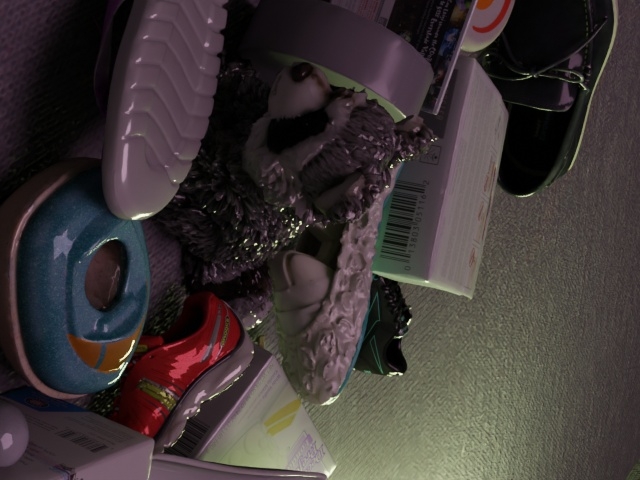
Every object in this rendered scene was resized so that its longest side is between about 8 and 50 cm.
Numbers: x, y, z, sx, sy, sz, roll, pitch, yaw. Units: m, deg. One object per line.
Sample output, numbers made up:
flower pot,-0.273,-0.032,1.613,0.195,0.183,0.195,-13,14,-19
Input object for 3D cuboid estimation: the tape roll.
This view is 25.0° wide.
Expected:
tape roll,0.016,-0.197,1.645,0.072,0.219,0.219,-67,153,-10

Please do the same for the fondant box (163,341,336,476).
fondant box,-0.117,0.291,1.832,0.238,0.096,0.330,-53,150,-19

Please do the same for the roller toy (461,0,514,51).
roller toy,0.154,-0.345,1.890,0.209,0.146,0.191,-42,131,-39

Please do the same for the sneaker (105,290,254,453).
sneaker,-0.201,0.163,1.635,0.279,0.107,0.118,-46,116,-29

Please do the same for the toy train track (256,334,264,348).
toy train track,-0.084,0.165,1.927,0.048,0.014,0.083,-19,118,-49

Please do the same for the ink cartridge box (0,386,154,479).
ink cartridge box,-0.307,0.265,1.394,0.232,0.171,0.168,-12,117,-59

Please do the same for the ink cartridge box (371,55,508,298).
ink cartridge box,0.183,-0.081,2.081,0.385,0.091,0.308,23,78,-75

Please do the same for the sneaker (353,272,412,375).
sneaker,0.087,0.078,2.090,0.101,0.106,0.267,-36,136,-47

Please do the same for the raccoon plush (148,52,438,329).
raccoon plush,-0.011,-0.035,1.611,0.216,0.299,0.446,-60,152,-21

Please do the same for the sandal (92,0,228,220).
sandal,-0.167,-0.217,1.425,0.169,0.102,0.416,41,56,-62

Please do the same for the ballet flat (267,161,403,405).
ballet flat,0.000,0.000,1.848,0.147,0.147,0.409,40,61,-62

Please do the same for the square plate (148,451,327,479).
square plate,-0.189,0.380,1.665,0.344,0.049,0.347,-54,146,11

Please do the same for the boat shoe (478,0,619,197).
boat shoe,0.351,-0.276,2.273,0.156,0.187,0.500,-52,154,-43

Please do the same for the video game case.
video game case,0.095,-0.272,1.788,0.022,0.173,0.190,-71,180,-76

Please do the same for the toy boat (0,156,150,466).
toy boat,-0.263,0.089,1.387,0.318,0.148,0.267,-48,146,-38
